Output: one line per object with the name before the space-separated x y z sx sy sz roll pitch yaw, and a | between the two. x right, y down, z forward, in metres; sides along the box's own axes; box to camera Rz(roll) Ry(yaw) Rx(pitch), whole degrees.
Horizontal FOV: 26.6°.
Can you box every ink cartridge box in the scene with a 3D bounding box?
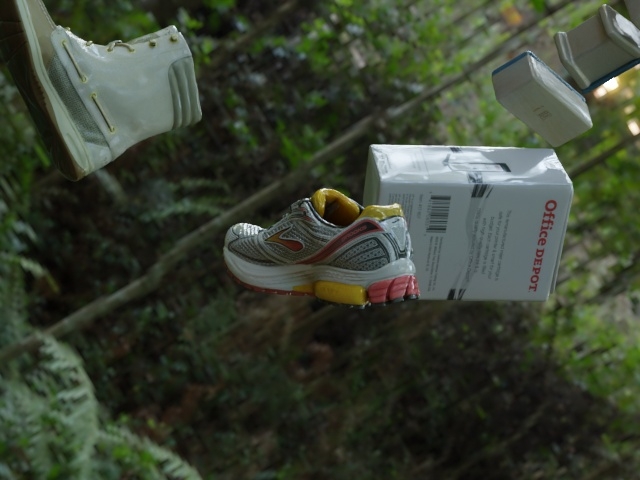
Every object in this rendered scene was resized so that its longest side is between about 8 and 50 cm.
ink cartridge box | 0.149 -0.018 1.431 0.086 0.203 0.148 -101 -165 -57

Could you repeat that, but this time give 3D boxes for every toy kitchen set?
toy kitchen set | 0.297 -0.236 1.487 0.122 0.207 0.166 32 40 -41

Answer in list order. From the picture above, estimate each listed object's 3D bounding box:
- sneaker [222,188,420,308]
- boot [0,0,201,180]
sneaker | 0.000 0.000 1.158 0.225 0.088 0.093 5 -81 47
boot | -0.217 -0.185 1.325 0.077 0.165 0.213 4 -62 60
